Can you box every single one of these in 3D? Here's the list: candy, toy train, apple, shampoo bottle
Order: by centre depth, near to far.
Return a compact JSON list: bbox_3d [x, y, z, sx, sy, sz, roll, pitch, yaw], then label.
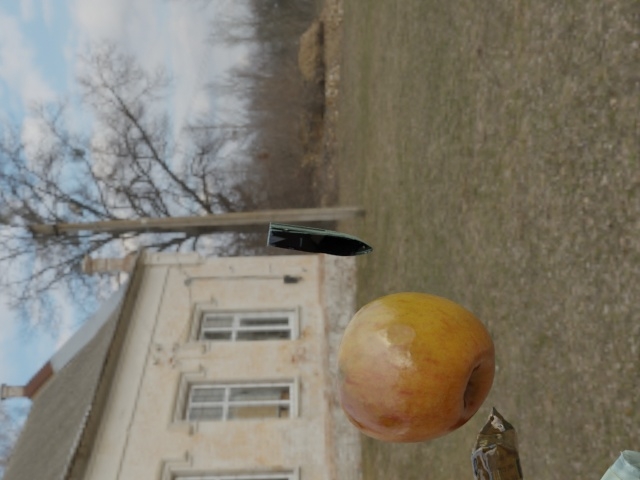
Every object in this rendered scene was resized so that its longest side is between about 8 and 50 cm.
[{"bbox_3d":[0.440,0.416,1.169,0.049,0.072,0.212,-95,22,-64],"label":"shampoo bottle"},{"bbox_3d":[0.185,0.248,1.459,0.299,0.275,0.299,7,-90,-65],"label":"apple"},{"bbox_3d":[0.391,0.463,1.665,0.271,0.101,0.143,-16,-85,-73],"label":"candy"},{"bbox_3d":[0.000,0.000,1.820,0.048,0.251,0.055,-98,18,-69],"label":"toy train"}]
